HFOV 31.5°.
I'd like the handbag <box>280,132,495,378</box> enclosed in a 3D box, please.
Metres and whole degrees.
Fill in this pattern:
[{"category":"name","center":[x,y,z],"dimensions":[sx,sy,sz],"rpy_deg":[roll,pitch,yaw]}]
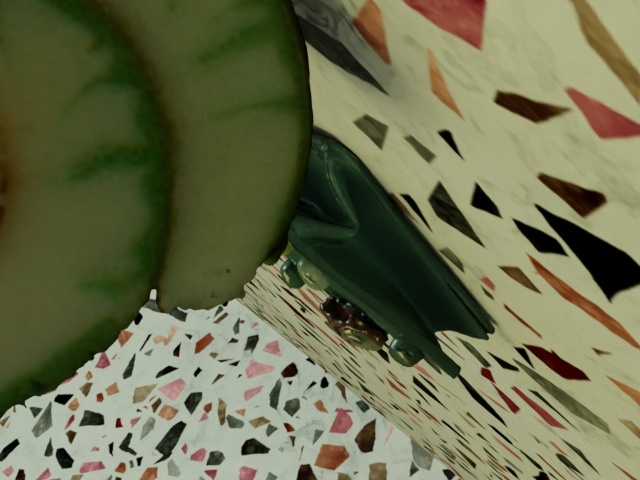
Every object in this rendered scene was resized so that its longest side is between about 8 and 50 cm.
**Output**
[{"category":"handbag","center":[-0.004,0.002,1.044],"dimensions":[0.269,0.100,0.274],"rpy_deg":[29,164,52]}]

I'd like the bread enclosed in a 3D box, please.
[{"category":"bread","center":[-0.188,-0.068,0.645],"dimensions":[0.382,0.366,0.129],"rpy_deg":[22,176,-17]}]
